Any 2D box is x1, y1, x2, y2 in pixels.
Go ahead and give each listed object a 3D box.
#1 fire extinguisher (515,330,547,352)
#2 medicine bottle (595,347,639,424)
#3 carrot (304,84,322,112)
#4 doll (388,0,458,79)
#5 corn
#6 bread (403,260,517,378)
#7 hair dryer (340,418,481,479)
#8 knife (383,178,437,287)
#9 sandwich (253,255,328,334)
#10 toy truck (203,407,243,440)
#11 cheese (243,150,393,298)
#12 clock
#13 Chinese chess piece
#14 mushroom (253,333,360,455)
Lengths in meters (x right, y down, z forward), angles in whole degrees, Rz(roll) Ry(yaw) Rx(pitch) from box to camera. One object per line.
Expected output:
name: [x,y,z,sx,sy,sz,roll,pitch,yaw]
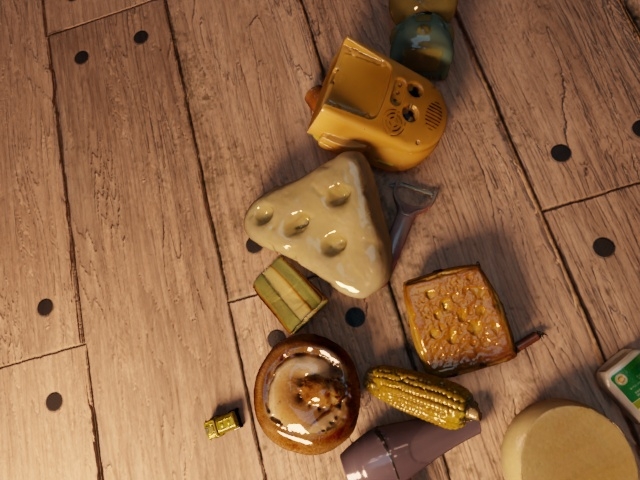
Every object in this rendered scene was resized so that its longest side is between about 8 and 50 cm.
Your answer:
fire extinguisher: [0.467,0.227,1.002,0.083,0.022,0.028,-30,38,0]
medicine bottle: [0.680,0.321,0.925,0.119,0.069,0.183,-37,75,-4]
carrot: [0.035,-0.313,1.188,0.061,0.061,0.209,-32,78,0]
doll: [0.263,-0.568,1.158,0.177,0.161,0.260,3,79,11]
corn: [0.209,0.325,0.946,0.262,0.097,0.097,9,77,37]
bread: [0.304,0.177,1.005,0.211,0.099,0.234,-18,80,6]
hair dryer: [0.233,0.549,0.937,0.301,0.121,0.360,-19,83,-5]
knife: [0.183,-0.020,1.094,0.123,0.053,0.277,20,79,18]
sandwich: [-0.081,0.119,1.051,0.187,0.144,0.117,43,84,15]
toy truck: [-0.229,0.430,1.042,0.083,0.054,0.049,-23,74,3]
cheese: [0.000,0.000,1.059,0.351,0.130,0.328,-25,81,19]
clock: [0.149,-0.306,1.081,0.317,0.200,0.244,20,80,-6]
Chinese chess piece: [0.489,0.446,0.890,0.251,0.097,0.250,1,74,-2]
mushroom: [-0.028,0.336,0.983,0.253,0.153,0.253,-3,67,7]
